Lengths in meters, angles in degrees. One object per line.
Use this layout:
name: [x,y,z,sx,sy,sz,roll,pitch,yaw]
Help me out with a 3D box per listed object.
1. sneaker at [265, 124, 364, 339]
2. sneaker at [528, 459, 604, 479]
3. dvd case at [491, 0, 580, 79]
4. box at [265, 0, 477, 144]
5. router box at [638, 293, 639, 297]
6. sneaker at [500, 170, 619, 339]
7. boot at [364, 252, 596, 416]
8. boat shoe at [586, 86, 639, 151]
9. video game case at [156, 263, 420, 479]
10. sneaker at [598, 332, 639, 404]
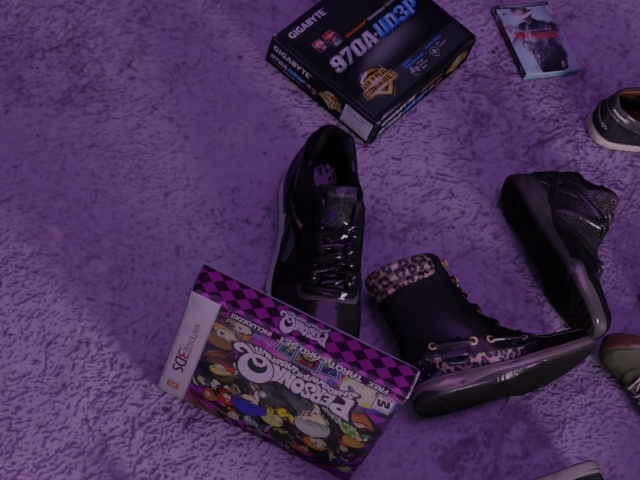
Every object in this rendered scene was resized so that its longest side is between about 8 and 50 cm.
sneaker: [0.000,0.000,1.567,0.107,0.124,0.283,4,57,-14]
sneaker: [0.227,0.313,1.461,0.222,0.083,0.118,-17,65,-27]
dvd case: [0.289,-0.270,1.900,0.087,0.013,0.119,-8,60,-22]
box: [0.066,-0.243,1.790,0.175,0.051,0.220,41,56,11]
router box: [0.492,0.096,1.707,0.179,0.046,0.133,-11,62,-23]
sneaker: [0.316,0.007,1.684,0.130,0.087,0.227,-12,57,-17]
boot: [0.178,0.088,1.592,0.236,0.085,0.179,-13,61,-24]
boat shoe: [0.467,-0.160,1.847,0.233,0.079,0.084,0,57,-19]
video game case: [-0.039,0.138,1.414,0.232,0.210,0.042,27,55,0]
sneaker: [0.399,0.182,1.610,0.192,0.064,0.086,29,49,-2]
